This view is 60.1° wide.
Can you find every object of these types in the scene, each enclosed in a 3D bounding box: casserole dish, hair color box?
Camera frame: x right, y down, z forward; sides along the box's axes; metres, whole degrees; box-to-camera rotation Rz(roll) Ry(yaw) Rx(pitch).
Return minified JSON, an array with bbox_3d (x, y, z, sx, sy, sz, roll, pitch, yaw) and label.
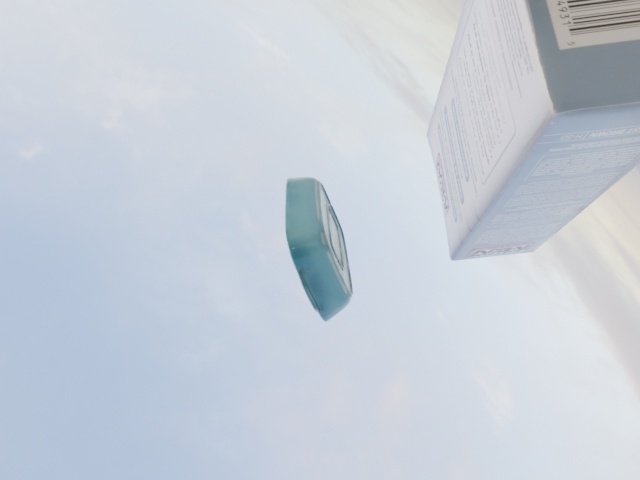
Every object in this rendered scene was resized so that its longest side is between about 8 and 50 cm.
[{"bbox_3d":[0.000,0.000,0.584,0.188,0.037,0.114,-93,-19,-58],"label":"casserole dish"},{"bbox_3d":[0.199,-0.118,0.553,0.374,0.114,0.185,82,-178,-73],"label":"hair color box"}]
